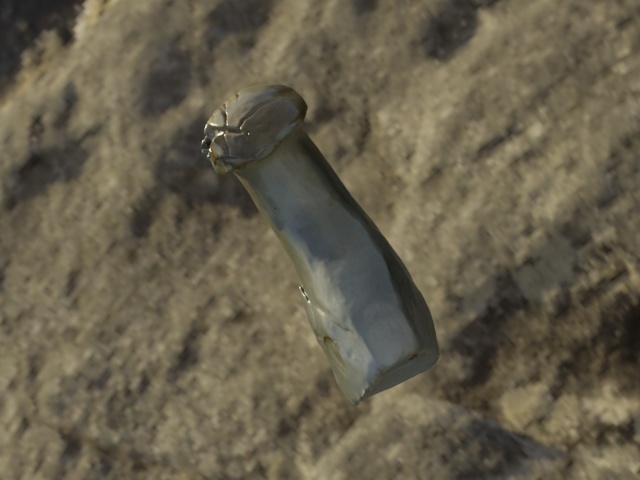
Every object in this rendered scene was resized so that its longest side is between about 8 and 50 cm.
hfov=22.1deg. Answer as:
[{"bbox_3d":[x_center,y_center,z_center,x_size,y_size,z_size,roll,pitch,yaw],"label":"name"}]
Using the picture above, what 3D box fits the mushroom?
[{"bbox_3d":[0.001,-0.002,1.085,0.081,0.092,0.223,-29,89,29],"label":"mushroom"}]
